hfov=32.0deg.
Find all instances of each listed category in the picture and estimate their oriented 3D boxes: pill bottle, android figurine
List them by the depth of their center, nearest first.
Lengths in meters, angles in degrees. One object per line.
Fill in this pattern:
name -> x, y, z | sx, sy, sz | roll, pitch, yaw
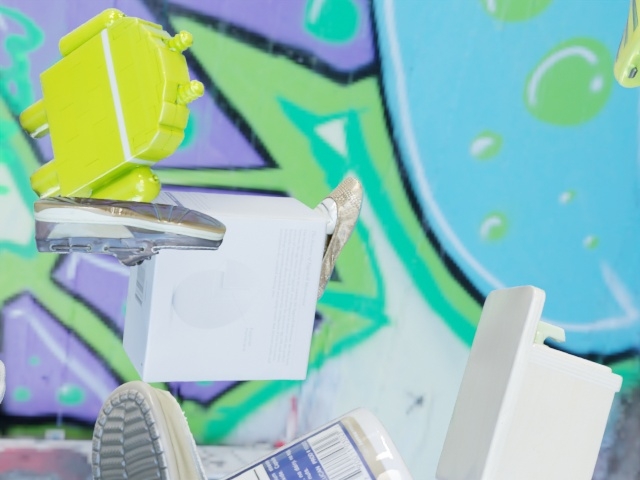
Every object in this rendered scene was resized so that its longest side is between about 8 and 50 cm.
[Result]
pill bottle -> -0.028, 0.172, 0.629 | 0.094, 0.169, 0.094 | 62, 172, 15
android figurine -> -0.244, -0.152, 1.302 | 0.273, 0.056, 0.248 | -26, 70, 32

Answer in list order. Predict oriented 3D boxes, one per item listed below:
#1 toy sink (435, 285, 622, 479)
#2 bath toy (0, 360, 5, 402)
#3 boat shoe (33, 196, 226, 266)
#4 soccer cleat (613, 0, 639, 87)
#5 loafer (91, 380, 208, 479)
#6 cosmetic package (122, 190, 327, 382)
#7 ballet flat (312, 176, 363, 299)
toy sink -> 0.241, 0.183, 1.258 | 0.153, 0.131, 0.234 | 155, 133, -76
bath toy -> -0.459, 0.120, 0.999 | 0.151, 0.348, 0.129 | -89, 13, -48
boat shoe -> -0.152, -0.004, 0.891 | 0.056, 0.152, 0.049 | -87, 5, -75
soccer cleat -> 0.425, -0.325, 1.382 | 0.121, 0.093, 0.289 | 56, 146, 39
loafer -> -0.137, 0.260, 1.054 | 0.102, 0.092, 0.268 | -15, 89, 31
cosmetic package -> -0.129, 0.059, 1.469 | 0.138, 0.224, 0.224 | -144, 59, -64
ballet flat -> 0.000, 0.000, 1.646 | 0.073, 0.067, 0.206 | 36, 111, 49
